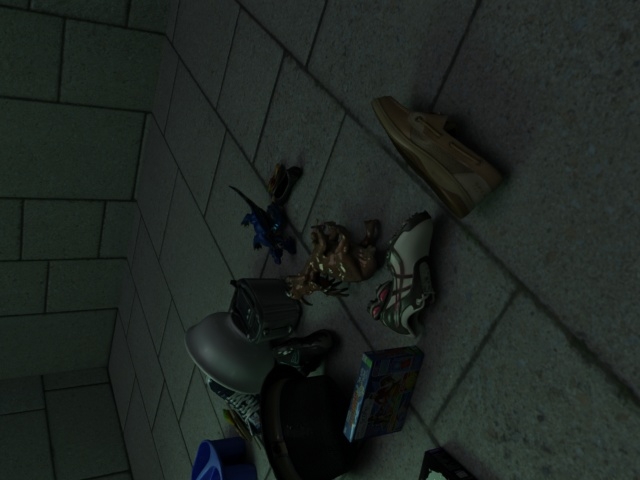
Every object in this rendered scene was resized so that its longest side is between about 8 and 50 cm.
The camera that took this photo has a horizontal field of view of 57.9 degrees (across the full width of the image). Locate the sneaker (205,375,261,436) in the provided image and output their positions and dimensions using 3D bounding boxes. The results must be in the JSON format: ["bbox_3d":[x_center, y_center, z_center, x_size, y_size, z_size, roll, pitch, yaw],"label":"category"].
[{"bbox_3d":[-0.231,0.486,1.735,0.153,0.099,0.282,46,173,44],"label":"sneaker"}]

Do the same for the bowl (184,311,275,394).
[{"bbox_3d":[-0.241,0.304,1.719,0.134,0.298,0.298,-53,43,14],"label":"bowl"}]

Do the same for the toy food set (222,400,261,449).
[{"bbox_3d":[-0.263,0.591,1.840,0.132,0.038,0.192,36,158,58],"label":"toy food set"}]

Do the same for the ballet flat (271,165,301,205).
[{"bbox_3d":[-0.108,-0.159,1.669,0.173,0.049,0.057,-52,50,48],"label":"ballet flat"}]

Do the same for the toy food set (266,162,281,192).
[{"bbox_3d":[-0.137,-0.182,1.715,0.083,0.020,0.083,-82,18,-45],"label":"toy food set"}]

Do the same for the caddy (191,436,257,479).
[{"bbox_3d":[-0.352,0.828,1.966,0.241,0.179,0.341,54,134,45],"label":"caddy"}]

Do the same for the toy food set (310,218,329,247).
[{"bbox_3d":[0.000,0.000,1.526,0.122,0.019,0.078,54,134,43],"label":"toy food set"}]

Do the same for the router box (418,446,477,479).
[{"bbox_3d":[0.242,0.517,1.119,0.133,0.046,0.179,33,118,54],"label":"router box"}]

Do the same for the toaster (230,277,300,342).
[{"bbox_3d":[-0.160,0.191,1.670,0.227,0.146,0.129,49,130,46],"label":"toaster"}]

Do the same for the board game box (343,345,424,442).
[{"bbox_3d":[0.131,0.320,1.210,0.035,0.136,0.201,39,123,51],"label":"board game box"}]

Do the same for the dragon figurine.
[{"bbox_3d":[-0.167,-0.059,1.702,0.144,0.085,0.289,-35,76,57],"label":"dragon figurine"}]

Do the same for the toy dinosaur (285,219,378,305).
[{"bbox_3d":[0.052,0.058,1.358,0.295,0.127,0.200,-1,97,46],"label":"toy dinosaur"}]

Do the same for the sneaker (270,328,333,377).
[{"bbox_3d":[-0.034,0.306,1.543,0.267,0.101,0.106,-29,85,57],"label":"sneaker"}]

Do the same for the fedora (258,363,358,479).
[{"bbox_3d":[-0.008,0.445,1.383,0.152,0.334,0.334,-22,69,22],"label":"fedora"}]

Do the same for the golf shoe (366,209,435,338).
[{"bbox_3d":[0.190,0.070,1.167,0.120,0.105,0.273,36,128,34],"label":"golf shoe"}]

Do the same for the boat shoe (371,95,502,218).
[{"bbox_3d":[0.214,-0.184,1.108,0.110,0.121,0.341,-38,53,7],"label":"boat shoe"}]
